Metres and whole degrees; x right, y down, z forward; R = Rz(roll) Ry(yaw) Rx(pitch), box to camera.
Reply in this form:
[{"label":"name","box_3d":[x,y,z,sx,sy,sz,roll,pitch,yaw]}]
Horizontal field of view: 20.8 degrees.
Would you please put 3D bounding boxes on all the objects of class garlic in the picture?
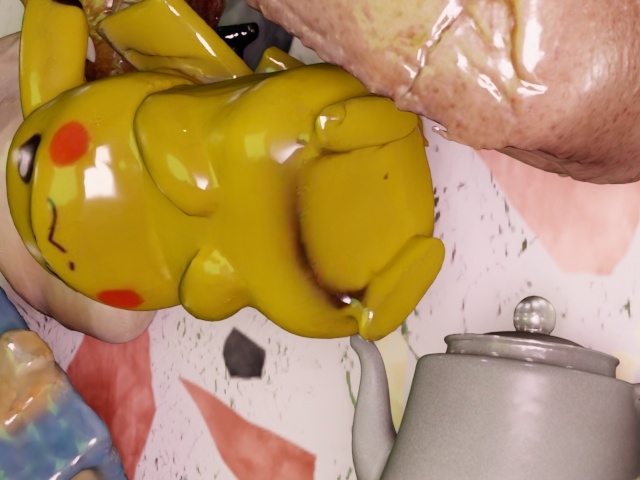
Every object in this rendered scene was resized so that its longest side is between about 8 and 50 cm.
[{"label":"garlic","box_3d":[-0.218,-0.046,1.294,0.217,0.110,0.228,31,133,46]}]

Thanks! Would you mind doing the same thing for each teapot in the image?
[{"label":"teapot","box_3d":[0.123,0.105,0.976,0.239,0.162,0.149,4,79,25]}]

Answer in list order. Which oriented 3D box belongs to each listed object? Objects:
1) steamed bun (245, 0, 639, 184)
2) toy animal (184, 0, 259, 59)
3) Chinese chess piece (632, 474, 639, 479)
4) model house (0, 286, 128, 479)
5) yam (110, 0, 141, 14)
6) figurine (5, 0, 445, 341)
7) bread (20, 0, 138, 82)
[{"label":"steamed bun","box_3d":[0.087,-0.173,0.957,0.301,0.251,0.199,39,104,35]},{"label":"toy animal","box_3d":[-0.078,-0.077,1.225,0.105,0.070,0.203,-101,10,-82]},{"label":"Chinese chess piece","box_3d":[0.225,0.256,0.769,0.349,0.146,0.349,174,90,-71]},{"label":"model house","box_3d":[-0.365,0.153,1.277,0.334,0.382,0.343,48,126,32]},{"label":"yam","box_3d":[-0.111,-0.265,1.259,0.056,0.056,0.241,6,85,45]},{"label":"figurine","box_3d":[-0.079,-0.046,1.064,0.326,0.169,0.218,2,113,30]},{"label":"bread","box_3d":[-0.182,-0.204,1.318,0.105,0.076,0.233,-38,79,38]}]
